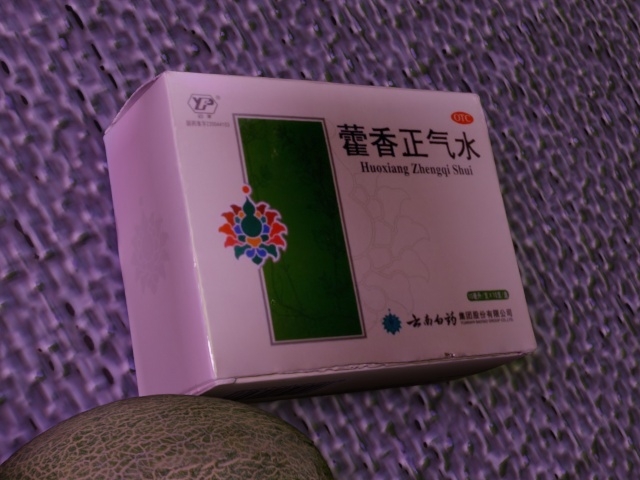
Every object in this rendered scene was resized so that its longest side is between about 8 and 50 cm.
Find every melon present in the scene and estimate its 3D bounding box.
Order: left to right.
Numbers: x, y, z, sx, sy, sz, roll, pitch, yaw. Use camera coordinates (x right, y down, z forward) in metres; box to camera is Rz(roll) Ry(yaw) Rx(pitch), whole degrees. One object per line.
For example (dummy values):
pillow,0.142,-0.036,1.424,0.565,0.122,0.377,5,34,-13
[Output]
melon,-0.080,0.140,0.496,0.192,0.139,0.139,-12,80,-30

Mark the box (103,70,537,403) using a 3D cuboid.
box,0.000,0.000,0.624,0.212,0.095,0.168,-1,72,-33
